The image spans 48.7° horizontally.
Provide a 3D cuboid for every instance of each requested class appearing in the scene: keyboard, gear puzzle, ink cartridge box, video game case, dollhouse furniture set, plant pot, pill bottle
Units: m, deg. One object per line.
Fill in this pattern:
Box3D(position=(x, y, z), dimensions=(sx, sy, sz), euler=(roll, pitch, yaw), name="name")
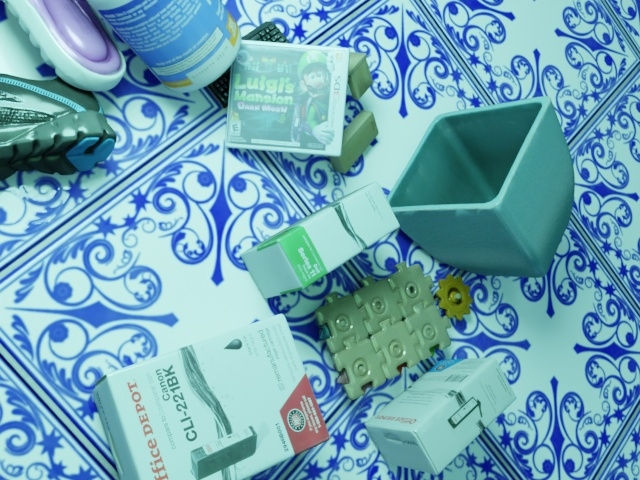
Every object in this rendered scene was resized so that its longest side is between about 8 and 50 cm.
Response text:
Box3D(position=(-0.113, -0.292, 1.199), dimensions=(0.180, 0.023, 0.108), euler=(-43, 100, -28), name="keyboard")
Box3D(position=(0.139, 0.133, 1.234), dimensions=(0.338, 0.044, 0.176), euler=(-21, 88, -33), name="gear puzzle")
Box3D(position=(-0.154, 0.243, 0.996), dimensions=(0.272, 0.114, 0.197), euler=(-16, 79, -29), name="ink cartridge box")
Box3D(position=(-0.054, -0.230, 1.142), dimensions=(0.190, 0.022, 0.173), euler=(5, 93, 3), name="video game case")
Box3D(position=(0.013, -0.231, 1.250), dimensions=(0.144, 0.123, 0.151), euler=(-51, 139, -27), name="dollhouse furniture set")
Box3D(position=(0.196, 0.283, 1.167), dimensions=(0.203, 0.148, 0.086), euler=(-33, 97, -29), name="ink cartridge box")
Box3D(position=(0.312, -0.066, 1.259), dimensions=(0.252, 0.247, 0.248), euler=(47, 61, -30), name="plant pot")
Box3D(position=(0.000, 0.000, 1.121), dimensions=(0.208, 0.153, 0.087), euler=(-31, 95, -29), name="ink cartridge box")
Box3D(position=(-0.241, -0.351, 1.001), dimensions=(0.272, 0.152, 0.152), euler=(49, 55, -50), name="pill bottle")

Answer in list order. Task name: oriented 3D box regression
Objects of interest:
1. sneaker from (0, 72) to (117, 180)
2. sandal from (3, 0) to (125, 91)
Box3D(position=(-0.458, -0.145, 0.945), dimensions=(0.340, 0.125, 0.140), euler=(-14, 68, -34), name="sneaker")
Box3D(position=(-0.399, -0.402, 0.990), dimensions=(0.416, 0.102, 0.169), euler=(53, 30, -7), name="sandal")
